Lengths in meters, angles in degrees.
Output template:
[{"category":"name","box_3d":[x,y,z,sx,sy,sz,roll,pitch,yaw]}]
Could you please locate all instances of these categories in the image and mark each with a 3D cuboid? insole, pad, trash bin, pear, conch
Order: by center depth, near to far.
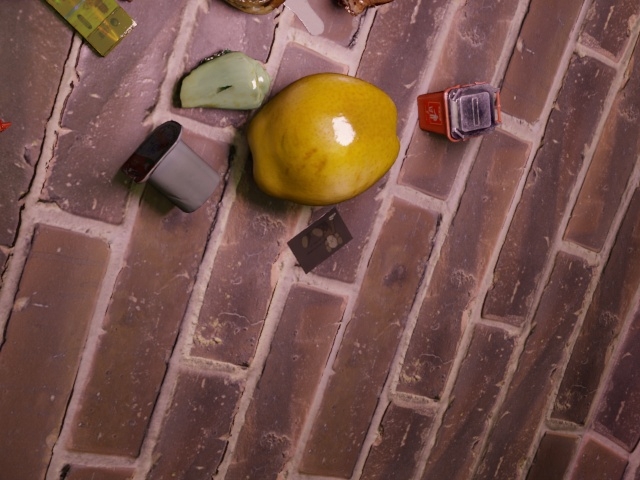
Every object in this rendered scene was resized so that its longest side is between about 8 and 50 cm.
[{"category":"conch","box_3d":[-0.252,-0.427,1.878,0.250,0.137,0.143,5,129,-7]},{"category":"pear","box_3d":[0.009,-0.272,1.898,0.418,0.362,0.362,-14,111,7]},{"category":"insole","box_3d":[-0.057,-0.654,1.958,0.065,0.004,0.197,-48,117,-7]},{"category":"trash bin","box_3d":[0.411,-0.392,2.112,0.184,0.238,0.161,-13,106,-19]},{"category":"pad","box_3d":[0.000,0.000,2.155,0.190,0.004,0.127,-37,116,-12]}]

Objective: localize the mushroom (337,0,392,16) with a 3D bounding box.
[{"category":"mushroom","box_3d":[0.118,-0.756,1.913,0.297,0.163,0.278,14,108,-32]}]

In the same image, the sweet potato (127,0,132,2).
[{"category":"sweet potato","box_3d":[-0.554,-0.690,1.689,0.067,0.059,0.281,-48,117,-5]}]

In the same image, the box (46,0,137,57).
[{"category":"box","box_3d":[-0.566,-0.565,1.734,0.121,0.030,0.193,-48,116,-6]}]

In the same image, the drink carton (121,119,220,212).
[{"category":"drink carton","box_3d":[-0.374,-0.183,1.838,0.189,0.185,0.191,43,82,-30]}]

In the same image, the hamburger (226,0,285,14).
[{"category":"hamburger","box_3d":[-0.181,-0.734,1.812,0.285,0.134,0.265,34,95,-22]}]

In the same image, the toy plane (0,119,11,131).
[{"category":"toy plane","box_3d":[-0.803,-0.355,1.657,0.194,0.077,0.126,38,89,-35]}]
